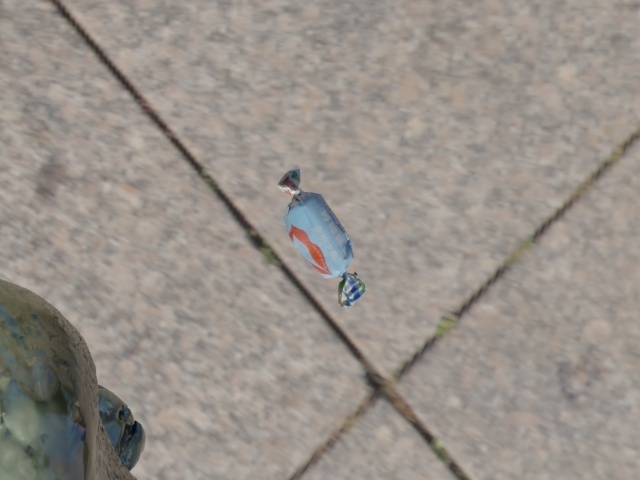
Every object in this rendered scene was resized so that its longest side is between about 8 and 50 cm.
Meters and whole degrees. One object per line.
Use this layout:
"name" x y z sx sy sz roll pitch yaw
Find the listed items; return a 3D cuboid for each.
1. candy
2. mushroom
"candy" -0.001 0.000 0.912 0.083 0.020 0.030 59 42 -13
"mushroom" -0.165 0.174 1.005 0.247 0.130 0.344 -50 139 -44
